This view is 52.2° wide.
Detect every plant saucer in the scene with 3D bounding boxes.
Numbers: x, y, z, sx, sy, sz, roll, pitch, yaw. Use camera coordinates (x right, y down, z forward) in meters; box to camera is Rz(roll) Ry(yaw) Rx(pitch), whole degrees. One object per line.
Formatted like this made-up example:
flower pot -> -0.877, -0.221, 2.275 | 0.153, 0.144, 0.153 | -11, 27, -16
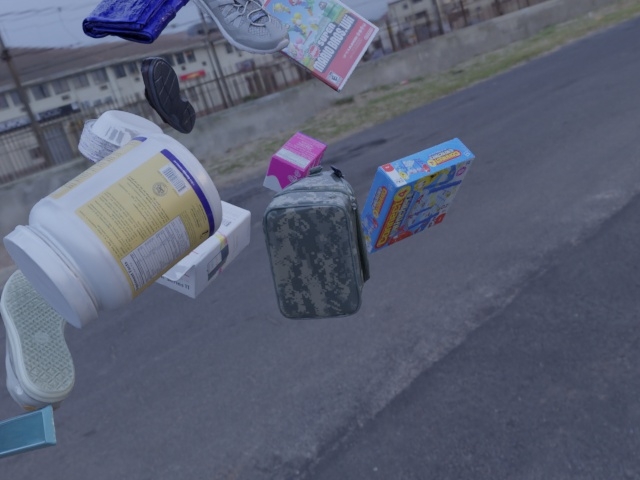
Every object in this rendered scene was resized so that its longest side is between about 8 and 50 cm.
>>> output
plant saucer -> -0.524, 0.338, 1.142 | 0.192, 0.067, 0.018 | -22, -16, 34

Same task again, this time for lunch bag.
lunch bag -> 0.000, 0.000, 1.542 | 0.212, 0.305, 0.256 | -6, 21, 10

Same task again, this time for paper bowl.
paper bowl -> -0.623, -0.320, 2.115 | 0.284, 0.148, 0.284 | 22, 18, -8

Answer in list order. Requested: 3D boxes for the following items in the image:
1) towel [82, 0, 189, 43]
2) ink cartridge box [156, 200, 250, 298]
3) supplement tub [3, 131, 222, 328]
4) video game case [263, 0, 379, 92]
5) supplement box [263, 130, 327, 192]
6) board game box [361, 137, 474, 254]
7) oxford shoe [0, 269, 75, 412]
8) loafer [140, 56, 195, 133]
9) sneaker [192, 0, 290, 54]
towel -> -0.430, -0.614, 1.614 | 0.227, 0.076, 0.308 | 13, 58, 24
ink cartridge box -> -0.358, 0.020, 1.725 | 0.207, 0.119, 0.353 | 21, 38, 16
supplement tub -> -0.372, -0.022, 1.203 | 0.331, 0.241, 0.241 | -42, 24, -28
video game case -> -0.017, -0.541, 1.677 | 0.204, 0.285, 0.025 | -59, 7, -9
supplement box -> -0.076, -0.235, 2.025 | 0.113, 0.111, 0.220 | 27, 36, 7
board game box -> 0.274, -0.130, 1.947 | 0.301, 0.086, 0.308 | -23, -30, -27
oxford shoe -> -0.686, 0.232, 1.572 | 0.169, 0.130, 0.449 | 9, 34, -35
loafer -> -0.426, -0.382, 1.747 | 0.095, 0.109, 0.302 | 14, -18, 13
sneaker -> -0.178, -0.498, 1.374 | 0.105, 0.281, 0.115 | -43, -14, -30
